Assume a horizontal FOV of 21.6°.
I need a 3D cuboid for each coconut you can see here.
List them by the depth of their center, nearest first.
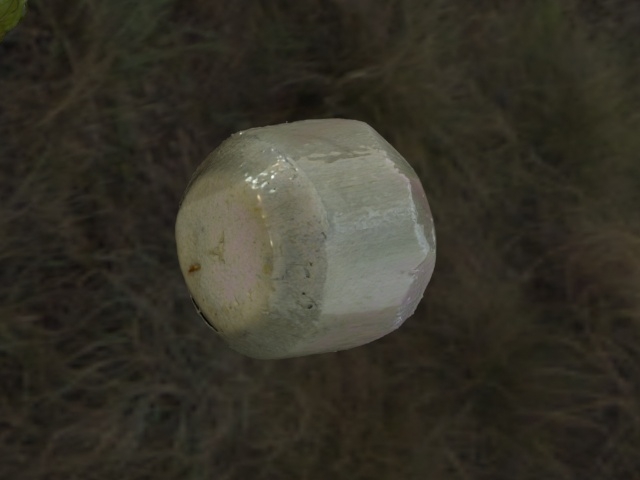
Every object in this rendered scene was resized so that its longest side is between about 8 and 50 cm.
[{"bbox_3d":[0.000,0.000,1.486,0.234,0.224,0.224,0,86,-44],"label":"coconut"}]

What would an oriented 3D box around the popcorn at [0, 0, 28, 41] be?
[{"bbox_3d":[-0.366,-0.269,1.500,0.206,0.237,0.251,-12,115,-21],"label":"popcorn"}]
